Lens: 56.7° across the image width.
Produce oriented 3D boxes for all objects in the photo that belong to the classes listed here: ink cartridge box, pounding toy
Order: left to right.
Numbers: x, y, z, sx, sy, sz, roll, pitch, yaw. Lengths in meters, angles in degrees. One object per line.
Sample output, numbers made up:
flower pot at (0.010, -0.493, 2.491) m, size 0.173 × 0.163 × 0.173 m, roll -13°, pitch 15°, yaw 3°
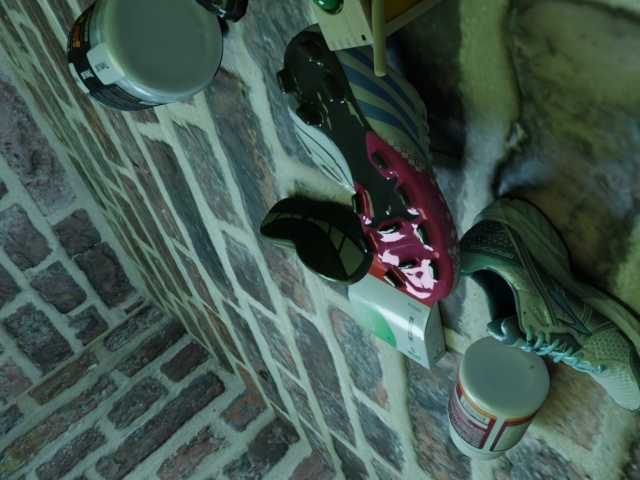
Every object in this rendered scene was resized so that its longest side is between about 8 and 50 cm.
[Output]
pounding toy at (0.048, -0.236, 0.540) m, size 0.100 × 0.141 × 0.130 m, roll 15°, pitch 138°, yaw 53°
ink cartridge box at (0.119, 0.097, 1.010) m, size 0.181 × 0.056 × 0.224 m, roll 29°, pitch 150°, yaw 41°

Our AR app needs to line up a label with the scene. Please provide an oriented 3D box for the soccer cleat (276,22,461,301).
soccer cleat at (0.085, -0.099, 0.657) m, size 0.116 × 0.143 × 0.331 m, roll -28°, pitch 91°, yaw 55°

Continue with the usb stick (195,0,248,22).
usb stick at (-0.070, -0.352, 0.558) m, size 0.077 × 0.045 × 0.278 m, roll 41°, pitch 126°, yaw 33°

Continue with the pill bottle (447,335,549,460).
pill bottle at (0.256, 0.244, 0.887) m, size 0.121 × 0.121 × 0.221 m, roll 38°, pitch 153°, yaw 28°

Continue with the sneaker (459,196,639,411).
sneaker at (0.253, 0.093, 0.671) m, size 0.283 × 0.122 × 0.110 m, roll 49°, pitch 157°, yaw 7°

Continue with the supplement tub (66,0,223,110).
supplement tub at (-0.309, -0.319, 0.998) m, size 0.316 × 0.194 × 0.193 m, roll 10°, pitch 134°, yaw 56°

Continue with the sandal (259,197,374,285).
sandal at (0.000, -0.001, 1.029) m, size 0.086 × 0.120 × 0.303 m, roll 47°, pitch 171°, yaw -34°

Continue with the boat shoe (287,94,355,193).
boat shoe at (0.051, -0.110, 0.800) m, size 0.258 × 0.095 × 0.084 m, roll 52°, pitch 163°, yaw 26°
